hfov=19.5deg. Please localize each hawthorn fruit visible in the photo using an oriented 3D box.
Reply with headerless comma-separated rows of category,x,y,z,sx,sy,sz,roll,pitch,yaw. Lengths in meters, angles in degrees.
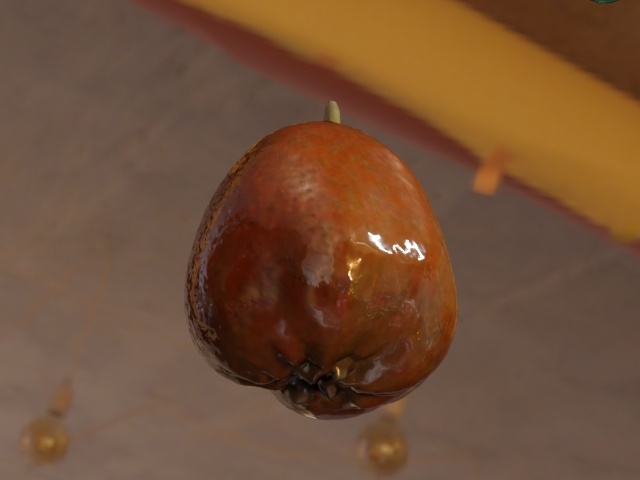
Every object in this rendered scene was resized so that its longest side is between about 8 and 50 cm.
hawthorn fruit,0.000,0.000,1.316,0.199,0.251,0.199,0,-35,0

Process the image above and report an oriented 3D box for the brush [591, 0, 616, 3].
brush,0.205,-0.204,1.016,0.043,0.193,0.032,36,-18,20
